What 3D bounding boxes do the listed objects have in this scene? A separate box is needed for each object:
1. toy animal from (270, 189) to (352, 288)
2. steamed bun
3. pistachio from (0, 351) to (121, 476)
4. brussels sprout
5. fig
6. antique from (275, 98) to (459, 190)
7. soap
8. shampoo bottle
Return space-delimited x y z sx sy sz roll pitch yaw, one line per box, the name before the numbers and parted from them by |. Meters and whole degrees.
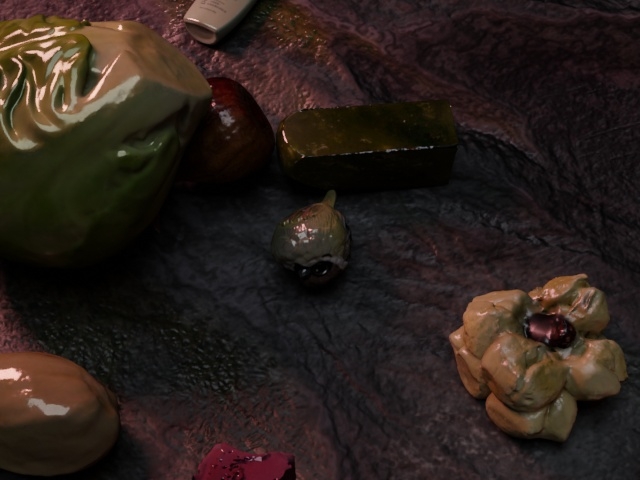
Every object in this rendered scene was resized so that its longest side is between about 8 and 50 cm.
toy animal | 0.000 0.000 1.618 0.098 0.098 0.137 22 35 16
steamed bun | 0.249 0.128 1.505 0.178 0.106 0.192 -15 59 -5
pistachio | -0.329 0.191 1.487 0.226 0.136 0.135 4 57 12
brussels sprout | -0.303 -0.120 1.576 0.355 0.281 0.289 -31 38 20
fig | -0.153 -0.106 1.685 0.201 0.146 0.133 -42 75 17
antique | 0.055 -0.118 1.675 0.221 0.080 0.081 -4 56 -7
soap | -0.075 0.303 1.322 0.099 0.250 0.162 12 57 8
shampoo bottle | -0.114 -0.361 1.872 0.072 0.049 0.212 19 60 19
